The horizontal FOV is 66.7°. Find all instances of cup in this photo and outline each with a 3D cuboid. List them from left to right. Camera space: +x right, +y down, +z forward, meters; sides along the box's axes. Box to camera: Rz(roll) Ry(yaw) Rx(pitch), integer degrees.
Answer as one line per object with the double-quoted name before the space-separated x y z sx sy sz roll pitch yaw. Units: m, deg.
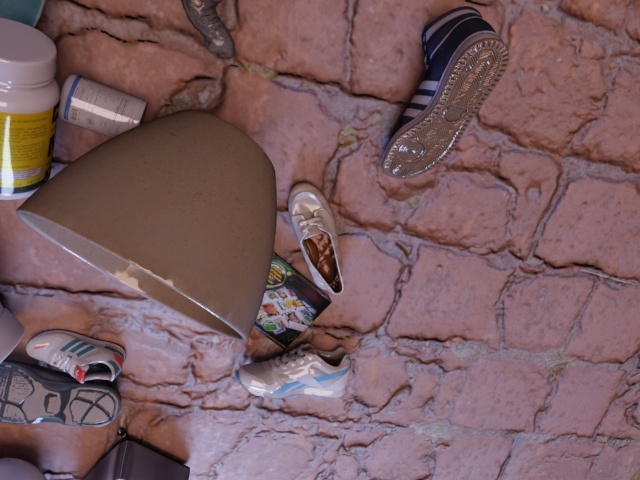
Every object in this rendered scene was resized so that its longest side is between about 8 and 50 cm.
"cup" -0.193 -0.040 0.685 0.331 0.331 0.236 36 69 -23

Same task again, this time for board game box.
"board game box" -0.115 0.082 0.885 0.136 0.030 0.260 -44 115 9

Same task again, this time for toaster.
"toaster" -0.373 0.492 0.946 0.186 0.110 0.168 40 97 -24

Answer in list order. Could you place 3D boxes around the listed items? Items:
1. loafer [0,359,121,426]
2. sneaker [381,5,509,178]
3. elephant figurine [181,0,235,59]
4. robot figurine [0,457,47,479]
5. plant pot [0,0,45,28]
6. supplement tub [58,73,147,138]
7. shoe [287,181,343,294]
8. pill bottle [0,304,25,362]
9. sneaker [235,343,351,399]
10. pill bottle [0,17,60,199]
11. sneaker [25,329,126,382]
"loafer" -0.484 0.265 0.843 0.268 0.084 0.096 19 83 -16
"sneaker" 0.185 -0.239 0.798 0.099 0.153 0.282 13 138 -21
"elephant figurine" -0.166 -0.395 0.627 0.240 0.186 0.169 24 61 -32
"robot figurine" -0.630 0.507 0.841 0.354 0.199 0.300 -17 155 -6
"plant pot" -0.487 -0.331 0.516 0.290 0.290 0.195 -40 82 4
"supplement tub" -0.313 -0.189 0.703 0.107 0.071 0.071 18 107 -20
"shoe" 0.000 0.000 0.861 0.077 0.058 0.219 -20 115 -5
"pill bottle" -0.609 0.033 0.636 0.229 0.229 0.407 -30 116 0
"sneaker" -0.050 0.248 0.943 0.229 0.087 0.092 6 104 -23
"pill bottle" -0.406 -0.164 0.628 0.119 0.119 0.208 18 130 -19
"sneaker" -0.421 0.203 0.834 0.161 0.075 0.057 17 107 -20
